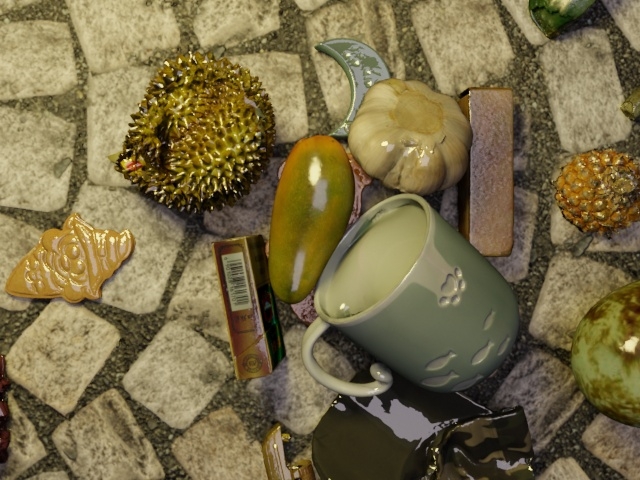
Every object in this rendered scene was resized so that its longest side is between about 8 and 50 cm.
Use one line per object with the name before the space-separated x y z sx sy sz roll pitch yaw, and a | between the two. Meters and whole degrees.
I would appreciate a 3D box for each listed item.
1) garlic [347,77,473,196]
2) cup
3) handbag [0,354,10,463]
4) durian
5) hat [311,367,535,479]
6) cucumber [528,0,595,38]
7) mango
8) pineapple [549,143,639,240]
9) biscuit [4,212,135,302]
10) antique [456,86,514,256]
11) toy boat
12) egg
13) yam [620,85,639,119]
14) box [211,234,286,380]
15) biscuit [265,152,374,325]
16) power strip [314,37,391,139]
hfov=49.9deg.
garlic | 0.156 -0.173 1.197 0.228 0.152 0.227 9 58 -14
cup | 0.140 0.138 1.172 0.274 0.259 0.356 38 103 -23
handbag | -0.666 0.308 1.227 0.216 0.074 0.203 0 91 -4
durian | -0.208 -0.175 1.180 0.258 0.258 0.292 36 98 -3
hat | 0.187 0.428 1.257 0.382 0.257 0.366 22 60 32
cucumber | 0.508 -0.539 1.279 0.145 0.105 0.325 37 91 -3
mango | -0.023 -0.038 1.183 0.129 0.146 0.289 14 99 -42
pineapple | 0.535 -0.091 1.262 0.161 0.137 0.176 -39 92 -3
biscuit | -0.461 0.042 1.261 0.250 0.035 0.162 -24 87 -1
antique | 0.301 -0.121 1.269 0.088 0.093 0.309 -1 90 -4
toy boat | -0.051 0.449 1.269 0.088 0.068 0.225 -13 88 -8
egg | 0.583 0.192 1.219 0.289 0.238 0.238 -43 93 -16
yam | 0.619 -0.275 1.314 0.094 0.043 0.043 -42 92 -3
box | -0.124 0.111 1.217 0.071 0.159 0.240 -11 92 4
biscuit | 0.001 0.000 1.276 0.206 0.049 0.323 -1 90 -2
power strip | 0.068 -0.272 1.281 0.137 0.044 0.215 -10 90 -4
